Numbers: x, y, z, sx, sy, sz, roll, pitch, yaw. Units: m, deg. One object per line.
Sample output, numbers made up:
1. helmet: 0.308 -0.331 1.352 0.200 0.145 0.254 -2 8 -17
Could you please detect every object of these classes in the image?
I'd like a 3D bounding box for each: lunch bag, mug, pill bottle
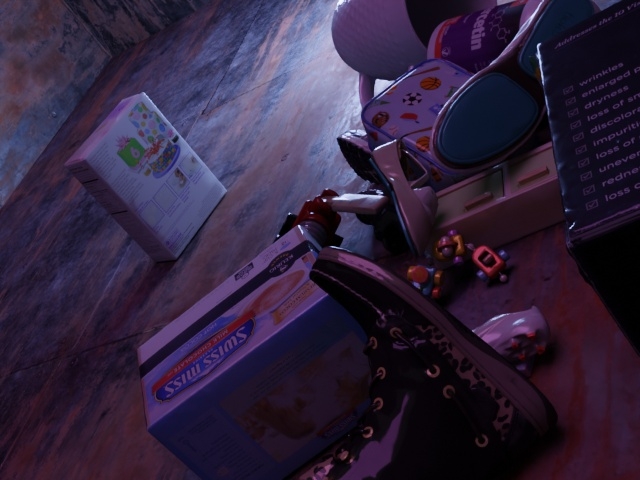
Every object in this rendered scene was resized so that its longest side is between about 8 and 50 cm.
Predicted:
1. lunch bag: 0.240 -0.201 1.754 0.243 0.115 0.303 -37 50 -17
2. mug: 0.177 -0.446 2.160 0.328 0.276 0.374 -4 74 55
3. pill bottle: 0.373 -0.365 1.849 0.323 0.181 0.181 -5 43 47

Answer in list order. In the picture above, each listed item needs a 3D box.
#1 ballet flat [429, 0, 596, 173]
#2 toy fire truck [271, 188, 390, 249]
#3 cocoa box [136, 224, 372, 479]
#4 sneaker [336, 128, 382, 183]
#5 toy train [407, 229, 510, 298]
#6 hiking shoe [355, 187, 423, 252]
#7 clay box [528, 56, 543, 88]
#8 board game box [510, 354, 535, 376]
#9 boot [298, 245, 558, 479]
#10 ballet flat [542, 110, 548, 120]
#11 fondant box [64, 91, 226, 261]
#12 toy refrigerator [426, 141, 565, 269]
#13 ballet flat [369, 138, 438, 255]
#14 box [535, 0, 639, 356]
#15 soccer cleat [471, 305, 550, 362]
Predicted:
1. ballet flat: 0.317 -0.247 1.609 0.400 0.139 0.139 -50 30 -15
2. toy fire truck: 0.000 0.000 1.730 0.217 0.158 0.246 -63 -1 -39
3. cocoa box: -0.078 0.196 1.506 0.347 0.231 0.228 -37 29 5
4. sneaker: 0.151 -0.183 1.950 0.122 0.110 0.283 -44 37 -22
5. toy train: 0.209 0.049 1.529 0.166 0.046 0.125 -40 60 6
6. hiking shoe: 0.117 -0.035 1.765 0.227 0.086 0.114 161 116 -72
7. clay box: 0.429 -0.217 1.521 0.053 0.222 0.127 -48 30 -16
8. board game box: 0.264 0.159 1.379 0.090 0.020 0.090 -15 36 39
9. boot: 0.075 0.210 1.248 0.284 0.377 0.138 -50 -11 -9
10. ballet flat: 0.446 -0.246 1.712 0.250 0.084 0.058 -7 60 39
11. fondant box: -0.406 -0.146 2.299 0.096 0.330 0.238 -6 42 46
12. toy refrigerator: 0.293 -0.061 1.586 0.269 0.094 0.102 -23 34 26
13. ballet flat: 0.148 -0.080 1.596 0.086 0.086 0.248 -32 46 12
14. box: 0.551 -0.139 1.182 0.480 0.297 0.471 -26 32 25
15. soccer cleat: 0.226 0.150 1.353 0.196 0.068 0.076 -22 28 17
